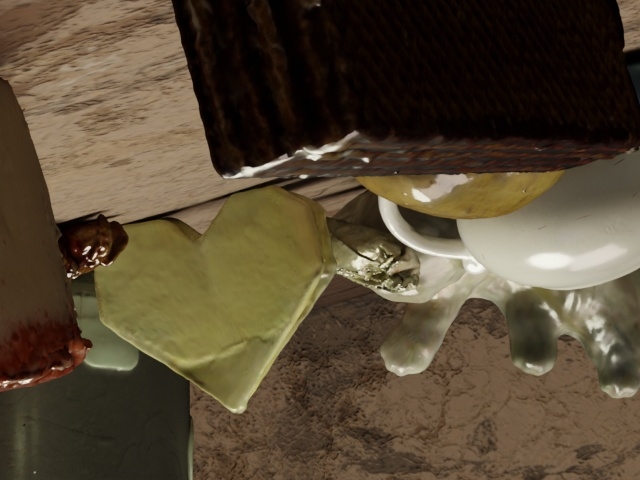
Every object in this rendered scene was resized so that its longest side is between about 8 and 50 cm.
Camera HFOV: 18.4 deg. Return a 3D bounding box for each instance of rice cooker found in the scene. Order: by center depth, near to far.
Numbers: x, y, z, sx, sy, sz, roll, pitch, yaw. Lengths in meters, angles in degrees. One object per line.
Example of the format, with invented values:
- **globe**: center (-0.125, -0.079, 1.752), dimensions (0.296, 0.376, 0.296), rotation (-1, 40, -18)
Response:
- **rice cooker**: center (-0.259, 0.174, 1.897), dimensions (0.288, 0.277, 0.288), rotation (-1, 163, 0)

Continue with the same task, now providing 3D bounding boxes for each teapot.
- **teapot**: center (0.197, -0.046, 1.623), dimensions (0.298, 0.139, 0.204), rotation (-18, -154, 9)

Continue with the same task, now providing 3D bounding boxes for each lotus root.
- **lotus root**: center (0.098, -0.072, 1.192), dimensions (0.125, 0.118, 0.221), rotation (3, -176, 38)

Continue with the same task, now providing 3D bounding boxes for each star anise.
- **star anise**: center (-0.238, 0.038, 1.593), dimensions (0.191, 0.070, 0.097), rotation (-30, 180, 22)

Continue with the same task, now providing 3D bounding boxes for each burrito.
- **burrito**: center (-0.001, 0.001, 1.700), dimensions (0.188, 0.058, 0.045), rotation (18, -128, 25)

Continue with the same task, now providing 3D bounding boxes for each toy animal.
- **toy animal**: center (0.170, 0.021, 1.783), dimensions (0.266, 0.308, 0.188), rotation (-36, 163, -23)

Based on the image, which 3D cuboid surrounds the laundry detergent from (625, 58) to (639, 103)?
- **laundry detergent**: center (0.205, -0.099, 1.481), dimensions (0.206, 0.061, 0.096), rotation (-16, 167, -1)

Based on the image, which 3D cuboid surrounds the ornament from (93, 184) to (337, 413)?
- **ornament**: center (-0.082, 0.056, 1.658), dimensions (0.201, 0.180, 0.059), rotation (-14, 170, 16)

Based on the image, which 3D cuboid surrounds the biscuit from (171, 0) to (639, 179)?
- **biscuit**: center (0.059, -0.087, 0.935), dimensions (0.073, 0.107, 0.388), rotation (-17, 175, 27)

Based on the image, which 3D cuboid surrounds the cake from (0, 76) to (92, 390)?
- **cake**: center (-0.237, 0.015, 0.946), dimensions (0.262, 0.158, 0.160), rotation (-16, 174, 33)
